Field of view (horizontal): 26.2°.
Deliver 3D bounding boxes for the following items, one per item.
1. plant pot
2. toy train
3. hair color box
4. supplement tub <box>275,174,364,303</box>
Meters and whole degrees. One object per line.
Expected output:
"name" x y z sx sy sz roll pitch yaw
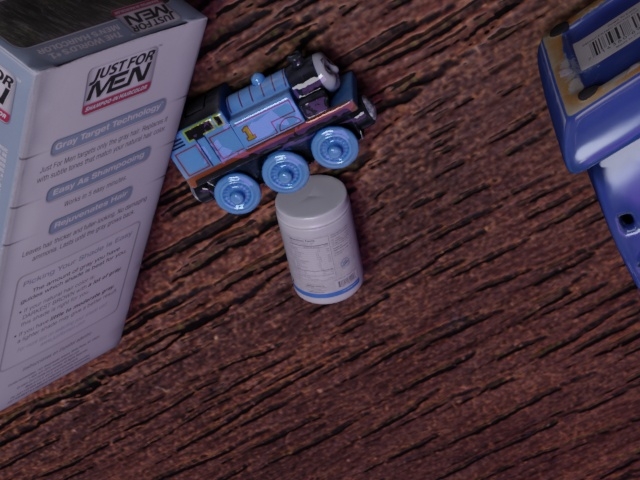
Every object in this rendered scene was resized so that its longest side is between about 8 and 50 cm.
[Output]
"plant pot" 0.312 -0.105 1.131 0.236 0.236 0.212 -33 116 20
"toy train" -0.045 -0.097 1.206 0.184 0.080 0.105 -25 120 15
"hair color box" -0.235 -0.037 1.156 0.114 0.185 0.374 37 130 21
"supplement tub" 0.000 0.000 1.288 0.071 0.071 0.107 -9 127 4
